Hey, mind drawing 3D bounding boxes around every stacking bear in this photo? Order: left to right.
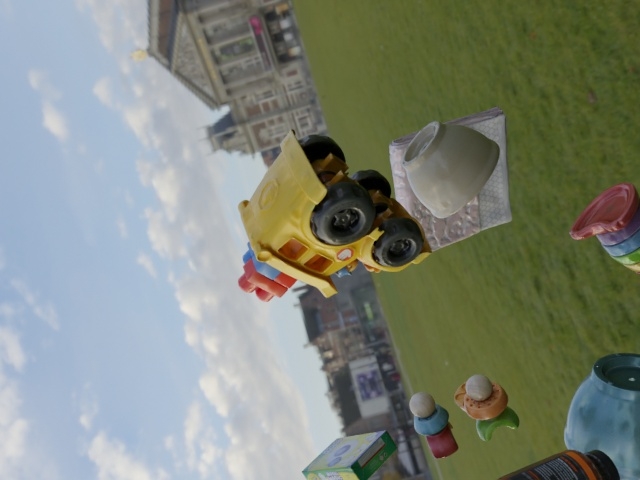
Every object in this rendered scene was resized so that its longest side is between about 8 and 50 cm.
[{"bbox_3d":[0.774,0.014,1.759,0.289,0.164,0.175,42,157,-11],"label":"stacking bear"}]

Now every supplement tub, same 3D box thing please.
[{"bbox_3d":[0.371,0.395,1.158,0.106,0.198,0.106,164,90,-71],"label":"supplement tub"}]

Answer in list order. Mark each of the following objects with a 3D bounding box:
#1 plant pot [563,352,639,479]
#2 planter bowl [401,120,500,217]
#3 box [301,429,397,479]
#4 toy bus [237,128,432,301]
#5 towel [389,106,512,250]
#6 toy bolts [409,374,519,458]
[{"bbox_3d":[0.714,0.383,1.692,0.293,0.293,0.196,-101,4,-70],"label":"plant pot"},{"bbox_3d":[0.206,-0.134,1.249,0.109,0.162,0.162,35,-166,-15],"label":"planter bowl"},{"bbox_3d":[0.043,0.388,1.297,0.043,0.105,0.179,57,141,-1],"label":"box"},{"bbox_3d":[0.000,0.000,0.946,0.220,0.211,0.149,28,-159,-36],"label":"toy bus"},{"bbox_3d":[0.334,-0.139,1.847,0.053,0.317,0.331,-130,24,-56],"label":"towel"},{"bbox_3d":[0.319,0.380,1.753,0.158,0.229,0.218,60,-175,-24],"label":"toy bolts"}]
